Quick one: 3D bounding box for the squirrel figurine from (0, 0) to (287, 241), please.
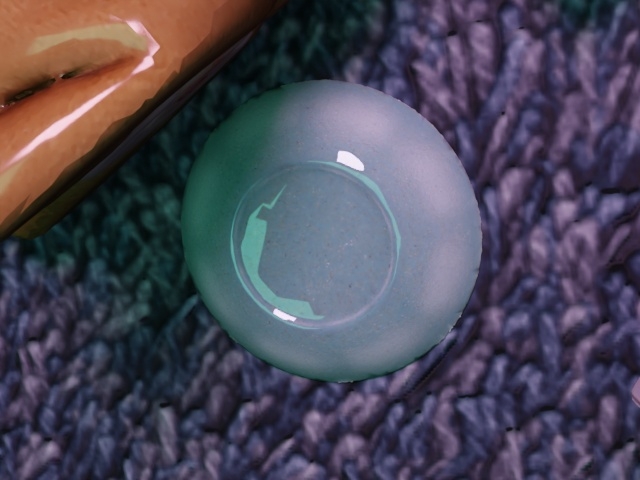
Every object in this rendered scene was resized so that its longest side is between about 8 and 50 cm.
[{"bbox_3d":[-0.167,-0.237,0.649,0.397,0.281,0.370,-42,96,3],"label":"squirrel figurine"}]

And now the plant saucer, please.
[{"bbox_3d":[0.000,0.000,0.779,0.195,0.037,0.195,3,103,14],"label":"plant saucer"}]

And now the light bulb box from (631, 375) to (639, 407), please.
[{"bbox_3d":[0.390,0.038,0.538,0.358,0.225,0.361,35,95,3],"label":"light bulb box"}]
